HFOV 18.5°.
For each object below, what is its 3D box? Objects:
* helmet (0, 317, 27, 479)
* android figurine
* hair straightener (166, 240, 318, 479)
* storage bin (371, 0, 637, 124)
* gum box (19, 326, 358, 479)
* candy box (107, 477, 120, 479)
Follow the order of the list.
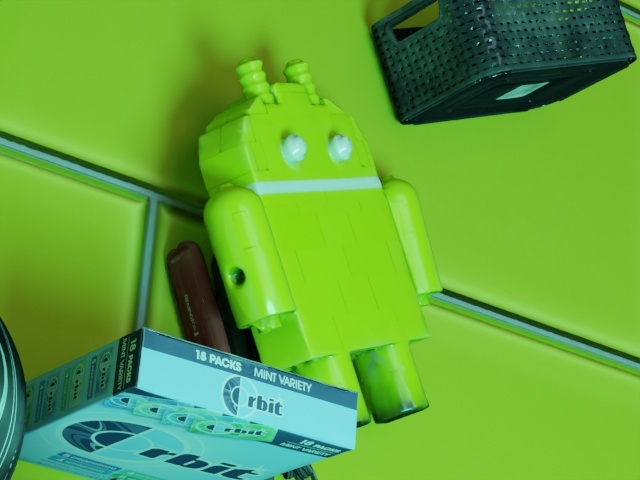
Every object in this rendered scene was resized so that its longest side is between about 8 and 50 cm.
[{"bbox_3d":[-0.247,0.102,1.118,0.169,0.169,0.161,20,34,-31],"label":"helmet"},{"bbox_3d":[0.000,0.000,1.390,0.248,0.056,0.273,-2,74,-57],"label":"android figurine"},{"bbox_3d":[-0.035,0.106,1.352,0.089,0.047,0.230,-7,72,-40],"label":"hair straightener"},{"bbox_3d":[0.146,-0.155,1.548,0.180,0.122,0.084,-9,78,-40],"label":"storage bin"},{"bbox_3d":[-0.094,0.113,1.215,0.157,0.184,0.041,20,61,-32],"label":"gum box"},{"bbox_3d":[-0.106,0.330,1.019,0.268,0.122,0.317,51,31,-24],"label":"candy box"}]
